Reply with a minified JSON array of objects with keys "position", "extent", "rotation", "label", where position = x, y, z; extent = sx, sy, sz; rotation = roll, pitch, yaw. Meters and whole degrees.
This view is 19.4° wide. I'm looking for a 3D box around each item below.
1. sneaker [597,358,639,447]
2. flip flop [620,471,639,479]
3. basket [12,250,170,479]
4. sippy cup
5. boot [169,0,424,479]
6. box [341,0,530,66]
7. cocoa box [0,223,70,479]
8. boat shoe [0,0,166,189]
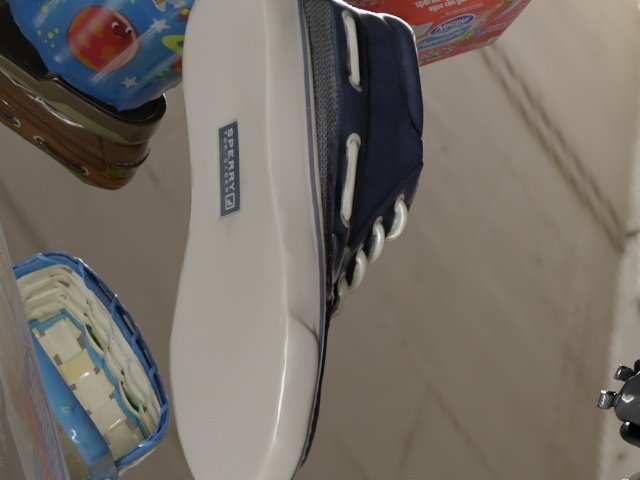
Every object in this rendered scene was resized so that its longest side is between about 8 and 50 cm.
[{"position":[0.122,0.062,0.599],"extent":[0.069,0.038,0.098],"rotation":[21,-175,-15],"label":"sneaker"},{"position":[0.205,0.170,1.078],"extent":[0.112,0.277,0.080],"rotation":[44,144,40],"label":"flip flop"},{"position":[-0.263,0.121,1.735],"extent":[0.255,0.201,0.289],"rotation":[56,173,14],"label":"basket"},{"position":[-0.135,-0.236,1.551],"extent":[0.240,0.224,0.305],"rotation":[34,-151,-30],"label":"sippy cup"},{"position":[0.000,0.000,0.662],"extent":[0.086,0.069,0.190],"rotation":[10,-103,-40],"label":"boot"},{"position":[0.070,-0.237,1.779],"extent":[0.256,0.128,0.123],"rotation":[-20,-105,-30],"label":"box"},{"position":[-0.264,0.144,0.986],"extent":[0.347,0.231,0.228],"rotation":[86,179,-49],"label":"cocoa box"},{"position":[-0.286,-0.154,1.681],"extent":[0.307,0.104,0.110],"rotation":[38,-140,10],"label":"boat shoe"}]
